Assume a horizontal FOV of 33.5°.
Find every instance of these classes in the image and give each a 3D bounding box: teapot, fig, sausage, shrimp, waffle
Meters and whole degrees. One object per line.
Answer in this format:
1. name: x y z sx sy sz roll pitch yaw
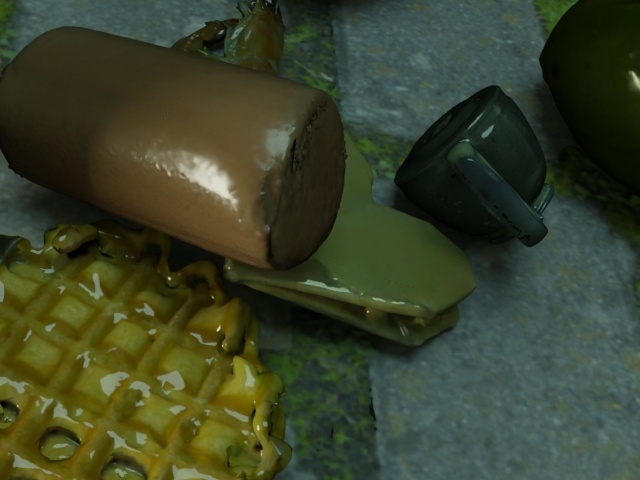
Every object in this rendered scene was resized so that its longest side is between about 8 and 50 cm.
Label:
1. teapot: 0.134 -0.053 0.814 0.108 0.149 0.111 44 74 -10
2. fig: 0.288 -0.132 0.913 0.203 0.203 0.225 -28 25 -34
3. sausage: -0.094 -0.063 0.699 0.253 0.123 0.123 20 42 34
4. shrimp: -0.078 -0.165 0.919 0.099 0.041 0.180 8 47 10
5. waffle: -0.149 0.097 0.642 0.262 0.060 0.280 -11 54 -25

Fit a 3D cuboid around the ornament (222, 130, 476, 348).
1. ornament: 0.000 0.000 0.762 0.180 0.059 0.201 -22 59 -45
